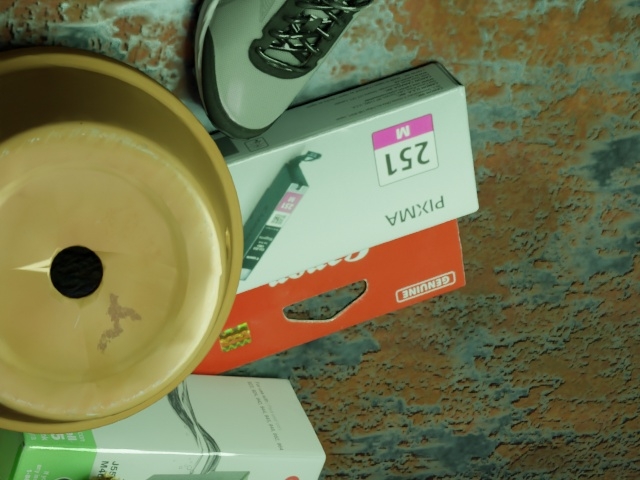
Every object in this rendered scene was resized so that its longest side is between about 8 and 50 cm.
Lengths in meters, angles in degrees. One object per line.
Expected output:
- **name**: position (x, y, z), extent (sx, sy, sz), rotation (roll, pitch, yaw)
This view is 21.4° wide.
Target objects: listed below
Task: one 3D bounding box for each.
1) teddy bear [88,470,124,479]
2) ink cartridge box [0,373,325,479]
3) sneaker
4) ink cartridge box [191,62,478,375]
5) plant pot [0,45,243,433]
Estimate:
- **teddy bear**: position (-0.109, 0.297, 1.381), extent (0.245, 0.113, 0.338), rotation (-42, 130, 7)
- **ink cartridge box**: position (-0.158, 0.221, 1.456), extent (0.273, 0.115, 0.198), rotation (5, 121, -26)
- **sneaker**: position (-0.010, -0.191, 1.272), extent (0.100, 0.108, 0.271), rotation (17, 113, -33)
- **ink cartridge box**: position (0.000, 0.000, 1.426), extent (0.275, 0.060, 0.239), rotation (-19, 125, -12)
- **plant pot**: position (-0.183, 0.008, 1.198), extent (0.291, 0.203, 0.291), rotation (-2, 96, -14)
